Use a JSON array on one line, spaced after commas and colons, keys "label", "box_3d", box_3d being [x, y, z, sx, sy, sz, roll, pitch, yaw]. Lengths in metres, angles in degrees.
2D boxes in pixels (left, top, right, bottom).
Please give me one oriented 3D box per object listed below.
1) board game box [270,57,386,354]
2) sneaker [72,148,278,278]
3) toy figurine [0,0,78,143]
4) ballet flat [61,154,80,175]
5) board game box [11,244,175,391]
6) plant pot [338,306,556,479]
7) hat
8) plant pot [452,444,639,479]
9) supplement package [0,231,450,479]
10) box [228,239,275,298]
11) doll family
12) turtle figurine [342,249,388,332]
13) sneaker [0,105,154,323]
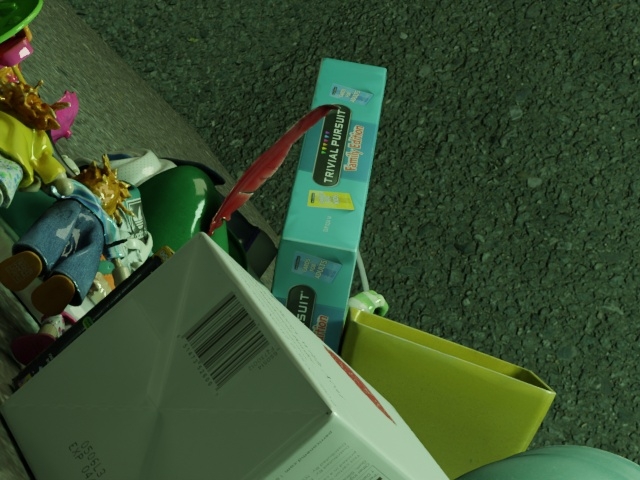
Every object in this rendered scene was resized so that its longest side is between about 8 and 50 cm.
[{"label": "board game box", "box_3d": [0.000, 0.000, 1.642, 0.079, 0.254, 0.336, 10, 38, 1]}, {"label": "sneaker", "box_3d": [-0.176, -0.020, 1.703, 0.236, 0.130, 0.323, 37, -9, -5]}, {"label": "toy figurine", "box_3d": [-0.341, -0.175, 1.704, 0.173, 0.130, 0.159, 14, -41, 50]}, {"label": "ballet flat", "box_3d": [-0.264, -0.058, 1.423, 0.074, 0.074, 0.203, 52, 3, 37]}, {"label": "board game box", "box_3d": [-0.108, 0.097, 1.064, 0.048, 0.141, 0.170, 49, 2, 38]}, {"label": "plant pot", "box_3d": [0.098, 0.196, 1.578, 0.212, 0.187, 0.212, 20, 1, 0]}, {"label": "hat", "box_3d": [-0.125, -0.045, 1.393, 0.173, 0.183, 0.208, 30, 43, 9]}, {"label": "plant pot", "box_3d": [0.144, 0.308, 1.166, 0.196, 0.293, 0.293, 5, 39, -51]}, {"label": "supplement package", "box_3d": [-0.032, 0.164, 1.005, 0.177, 0.175, 0.293, 51, 3, 39]}, {"label": "box", "box_3d": [-0.111, 0.070, 1.497, 0.102, 0.087, 0.101, 51, -36, 24]}, {"label": "doll family", "box_3d": [-0.200, -0.026, 1.099, 0.263, 0.118, 0.163, 50, 21, -17]}, {"label": "turtle figurine", "box_3d": [0.026, 0.152, 1.841, 0.266, 0.198, 0.274, 53, 7, 1]}, {"label": "sneaker", "box_3d": [-0.173, 0.024, 1.234, 0.302, 0.121, 0.108, 49, 3, -4]}]
